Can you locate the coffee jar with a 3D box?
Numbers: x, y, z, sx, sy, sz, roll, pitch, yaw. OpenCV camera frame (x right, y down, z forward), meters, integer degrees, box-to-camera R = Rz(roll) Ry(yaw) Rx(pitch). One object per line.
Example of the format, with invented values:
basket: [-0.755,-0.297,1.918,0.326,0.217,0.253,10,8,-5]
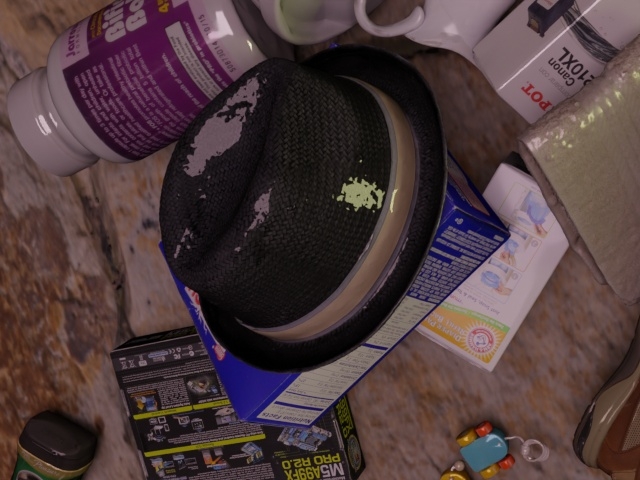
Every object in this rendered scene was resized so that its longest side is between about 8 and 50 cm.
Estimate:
coffee jar: [-0.358,0.316,1.427,0.096,0.079,0.184,26,109,13]

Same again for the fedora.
fedora: [-0.042,-0.048,1.029,0.334,0.152,0.334,-14,67,36]

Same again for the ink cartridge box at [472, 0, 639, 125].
ink cartridge box: [0.295,-0.195,1.070,0.172,0.100,0.237,36,113,-29]

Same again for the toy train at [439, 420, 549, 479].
toy train: [0.201,0.283,1.271,0.125,0.046,0.166,18,109,11]

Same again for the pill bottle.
pill bottle: [-0.193,-0.188,1.220,0.301,0.169,0.169,-25,94,20]

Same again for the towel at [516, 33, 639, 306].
towel: [0.309,-0.068,1.053,0.187,0.049,0.282,-41,132,-1]

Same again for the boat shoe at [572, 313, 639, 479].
boat shoe: [0.384,0.126,1.127,0.120,0.122,0.324,39,121,33]

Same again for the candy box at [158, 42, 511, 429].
candy box: [0.000,0.000,1.163,0.317,0.122,0.268,-45,51,19]

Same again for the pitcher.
pitcher: [0.138,-0.287,1.106,0.178,0.125,0.207,10,114,-25]

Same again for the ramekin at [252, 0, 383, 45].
ramekin: [0.007,-0.337,1.085,0.127,0.273,0.273,41,110,17]

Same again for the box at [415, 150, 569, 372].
box: [0.194,0.021,1.176,0.103,0.114,0.203,31,107,8]

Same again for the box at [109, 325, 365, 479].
box: [-0.102,0.205,1.336,0.270,0.060,0.216,-13,98,19]
